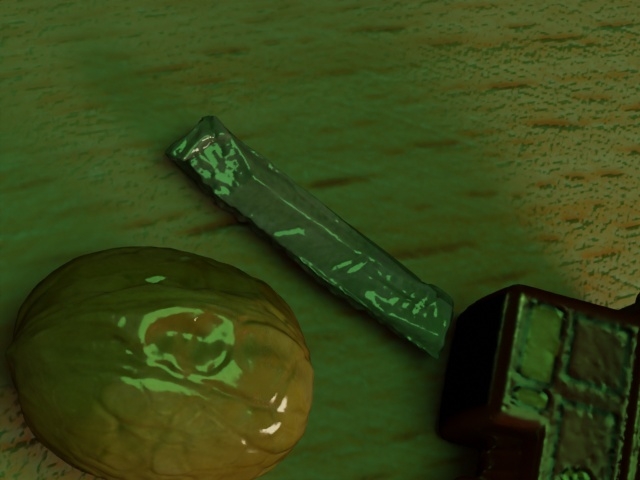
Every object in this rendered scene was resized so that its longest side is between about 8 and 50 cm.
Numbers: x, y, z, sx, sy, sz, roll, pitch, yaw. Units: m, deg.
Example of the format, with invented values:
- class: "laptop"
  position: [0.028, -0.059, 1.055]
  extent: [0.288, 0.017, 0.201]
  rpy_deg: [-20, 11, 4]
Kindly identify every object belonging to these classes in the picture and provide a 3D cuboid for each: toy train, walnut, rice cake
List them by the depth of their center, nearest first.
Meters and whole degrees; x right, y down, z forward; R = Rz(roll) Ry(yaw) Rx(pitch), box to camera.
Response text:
- class: "walnut"
  position: [-0.101, 0.083, 0.909]
  extent: [0.206, 0.159, 0.159]
  rpy_deg: [11, 73, -27]
- class: "rice cake"
  position: [0.000, 0.000, 1.043]
  extent: [0.270, 0.049, 0.055]
  rpy_deg: [36, 86, -17]
- class: "toy train"
  position: [0.202, 0.176, 1.052]
  extent: [0.231, 0.163, 0.369]
  rpy_deg: [16, 71, -11]
